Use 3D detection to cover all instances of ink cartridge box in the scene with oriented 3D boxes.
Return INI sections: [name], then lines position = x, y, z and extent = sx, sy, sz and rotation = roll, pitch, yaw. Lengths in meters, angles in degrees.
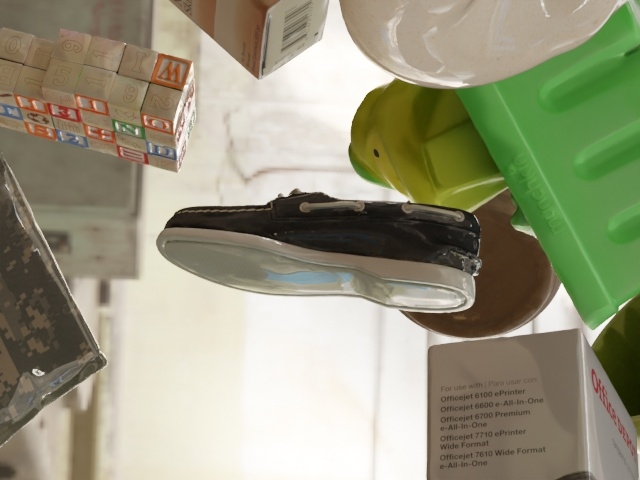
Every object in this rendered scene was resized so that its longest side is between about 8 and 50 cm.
[ink cartridge box]
position = 0.171, 0.252, 0.988
extent = 0.223, 0.129, 0.307
rotation = 50, 36, -52

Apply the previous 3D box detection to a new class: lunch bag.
[lunch bag]
position = -0.358, 0.031, 1.162
extent = 0.287, 0.169, 0.235
rotation = 12, -48, 47

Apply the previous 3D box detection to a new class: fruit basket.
[fruit basket]
position = 0.179, -0.107, 1.306
extent = 0.283, 0.392, 0.392
rotation = -79, 177, -54

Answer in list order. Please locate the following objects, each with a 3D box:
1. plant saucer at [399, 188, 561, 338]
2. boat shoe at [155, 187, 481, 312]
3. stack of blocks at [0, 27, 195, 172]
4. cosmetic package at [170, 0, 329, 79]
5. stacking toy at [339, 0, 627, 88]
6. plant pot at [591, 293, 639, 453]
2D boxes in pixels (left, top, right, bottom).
[plant saucer]
position = 0.219, 0.040, 1.887
extent = 0.041, 0.278, 0.278
rotation = -79, 177, -56
[boat shoe]
position = 0.000, 0.000, 1.219
extent = 0.114, 0.302, 0.091
rotation = 100, 0, -66
[stack of blocks]
position = -0.316, -0.193, 1.667
extent = 0.171, 0.297, 0.087
rotation = 100, 5, -70
[cosmetic package]
position = -0.133, -0.380, 1.768
extent = 0.296, 0.129, 0.153
rotation = 43, -28, 20
[stacking toy]
position = 0.035, -0.367, 0.871
extent = 0.480, 0.350, 0.350
rotation = 48, -30, 26
[plant pot]
position = 0.504, 0.207, 1.530
extent = 0.275, 0.293, 0.275
rotation = -39, -164, 14
